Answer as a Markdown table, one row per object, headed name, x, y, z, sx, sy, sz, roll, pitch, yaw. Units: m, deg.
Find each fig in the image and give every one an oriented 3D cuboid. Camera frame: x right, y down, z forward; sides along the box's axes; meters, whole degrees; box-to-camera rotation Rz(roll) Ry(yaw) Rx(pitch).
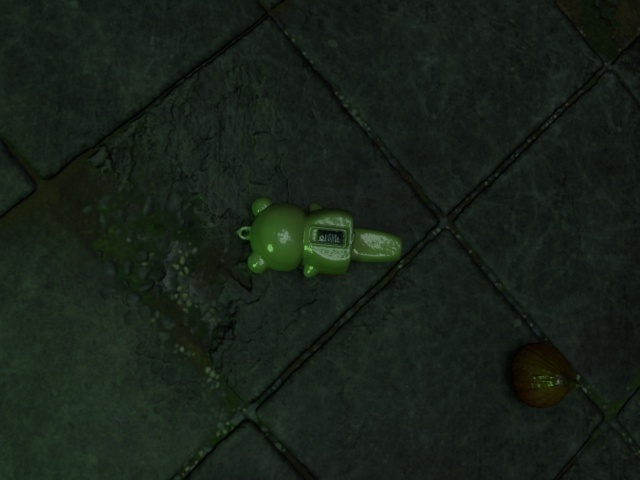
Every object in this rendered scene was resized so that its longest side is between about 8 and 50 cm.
| name | x | y | z | sx | sy | sz | roll | pitch | yaw |
| --- | --- | --- | --- | --- | --- | --- | --- | --- | --- |
| fig | 0.402 | 0.256 | 1.314 | 0.119 | 0.153 | 0.119 | 1 | 108 | 3 |

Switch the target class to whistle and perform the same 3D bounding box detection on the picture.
| name | x | y | z | sx | sy | sz | roll | pitch | yaw |
| --- | --- | --- | --- | --- | --- | --- | --- | --- | --- |
| whistle | 0.000 | 0.000 | 1.247 | 0.288 | 0.106 | 0.131 | 6 | 80 | -13 |
